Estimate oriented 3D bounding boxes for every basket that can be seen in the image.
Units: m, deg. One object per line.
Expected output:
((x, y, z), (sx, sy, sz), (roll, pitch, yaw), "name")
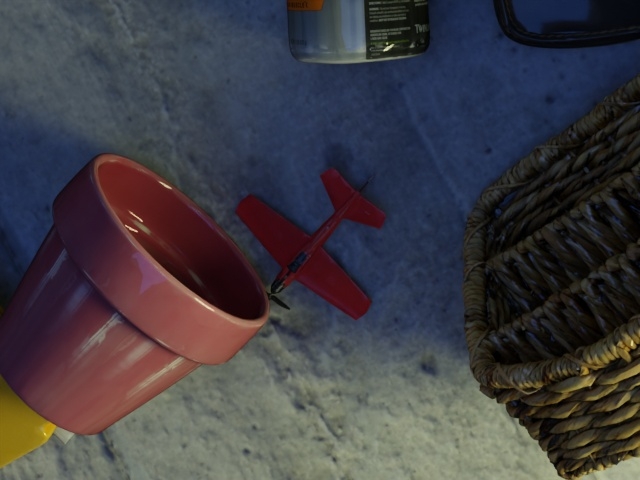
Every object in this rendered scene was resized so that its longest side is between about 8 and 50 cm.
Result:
((0.238, 0.017, 1.144), (0.299, 0.213, 0.223), (-36, 93, 38), "basket")

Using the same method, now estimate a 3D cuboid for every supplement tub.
((0.027, -0.242, 1.220), (0.117, 0.117, 0.190), (-1, 100, 11), "supplement tub")

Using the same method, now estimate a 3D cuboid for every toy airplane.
((0.000, 0.000, 1.320), (0.151, 0.028, 0.151), (2, 101, 12), "toy airplane")

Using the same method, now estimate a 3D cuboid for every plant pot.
((-0.172, 0.058, 1.273), (0.201, 0.201, 0.180), (44, 104, 0), "plant pot")

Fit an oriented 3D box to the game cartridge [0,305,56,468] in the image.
((-0.421, 0.099, 1.368), (0.285, 0.053, 0.324), (-29, 108, 22), "game cartridge")

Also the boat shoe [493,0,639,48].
((0.301, -0.234, 1.161), (0.355, 0.130, 0.132), (-17, 98, 14), "boat shoe")

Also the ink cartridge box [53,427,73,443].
((-0.216, 0.125, 1.387), (0.063, 0.029, 0.115), (44, 107, 0), "ink cartridge box")
